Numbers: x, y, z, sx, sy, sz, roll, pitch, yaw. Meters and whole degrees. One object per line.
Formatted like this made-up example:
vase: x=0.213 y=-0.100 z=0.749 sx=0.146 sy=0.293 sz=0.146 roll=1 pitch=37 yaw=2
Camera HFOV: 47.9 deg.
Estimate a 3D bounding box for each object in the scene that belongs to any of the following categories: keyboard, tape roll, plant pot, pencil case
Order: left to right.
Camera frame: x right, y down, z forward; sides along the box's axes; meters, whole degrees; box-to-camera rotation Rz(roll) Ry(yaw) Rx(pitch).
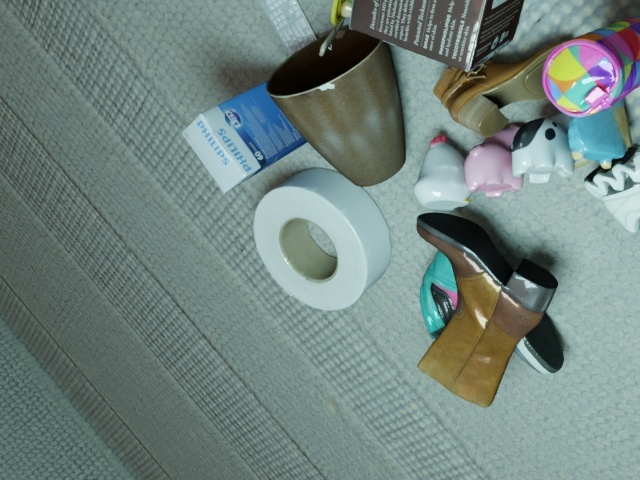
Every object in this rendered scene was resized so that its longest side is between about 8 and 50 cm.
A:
keyboard: x=-0.034 y=-0.361 z=1.331 sx=0.072 sy=0.014 sz=0.256 roll=-19 pitch=105 yaw=45
tape roll: x=0.000 y=0.000 z=1.480 sx=0.286 sy=0.100 sz=0.286 roll=21 pitch=129 yaw=28
plant pot: x=0.055 y=-0.214 z=1.241 sx=0.215 sy=0.215 sz=0.230 roll=0 pitch=133 yaw=40
pencil case: x=0.378 y=-0.228 z=0.928 sx=0.104 sy=0.236 sz=0.104 roll=22 pitch=124 yaw=37

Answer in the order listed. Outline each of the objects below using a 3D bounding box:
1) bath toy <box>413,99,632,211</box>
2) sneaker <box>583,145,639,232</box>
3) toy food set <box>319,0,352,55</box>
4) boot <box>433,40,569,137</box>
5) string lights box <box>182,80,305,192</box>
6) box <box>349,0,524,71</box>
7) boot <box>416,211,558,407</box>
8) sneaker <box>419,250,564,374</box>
bath toy: x=0.296 y=-0.137 z=1.129 sx=0.348 sy=0.151 sz=0.129 roll=-15 pitch=70 yaw=47
sneaker: x=0.511 y=-0.100 z=0.985 sx=0.118 sy=0.110 sz=0.292 roll=58 pitch=144 yaw=-1
toy food set: x=0.071 y=-0.402 z=1.150 sx=0.071 sy=0.128 sz=0.218 roll=22 pitch=133 yaw=5
boot: x=0.273 y=-0.256 z=1.097 sx=0.073 sy=0.197 sz=0.152 roll=51 pitch=-176 yaw=-40
string lights box: x=-0.111 y=-0.205 z=1.318 sx=0.077 sy=0.259 sz=0.133 roll=-30 pitch=96 yaw=46
box: x=0.177 y=-0.372 z=1.035 sx=0.203 sy=0.168 sz=0.167 roll=27 pitch=132 yaw=24
boot: x=0.237 y=0.117 z=1.246 sx=0.264 sy=0.096 sz=0.280 roll=31 pitch=124 yaw=15
sneaker: x=0.288 y=0.148 z=1.319 sx=0.295 sy=0.124 sz=0.178 roll=52 pitch=132 yaw=10
